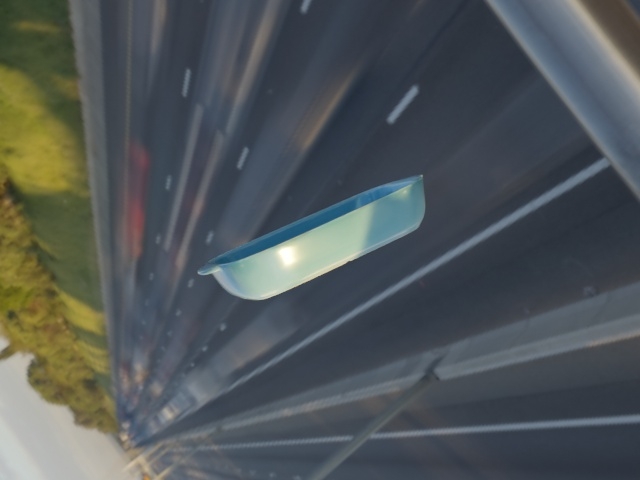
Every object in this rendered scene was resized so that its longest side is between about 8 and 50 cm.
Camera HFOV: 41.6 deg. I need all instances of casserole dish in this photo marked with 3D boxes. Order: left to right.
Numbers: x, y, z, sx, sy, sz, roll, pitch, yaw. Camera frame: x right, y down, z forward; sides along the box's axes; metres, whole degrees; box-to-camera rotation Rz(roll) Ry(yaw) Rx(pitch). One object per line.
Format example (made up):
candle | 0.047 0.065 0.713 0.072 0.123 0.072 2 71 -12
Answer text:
casserole dish | 0.000 0.000 0.633 0.037 0.188 0.114 67 161 -7
